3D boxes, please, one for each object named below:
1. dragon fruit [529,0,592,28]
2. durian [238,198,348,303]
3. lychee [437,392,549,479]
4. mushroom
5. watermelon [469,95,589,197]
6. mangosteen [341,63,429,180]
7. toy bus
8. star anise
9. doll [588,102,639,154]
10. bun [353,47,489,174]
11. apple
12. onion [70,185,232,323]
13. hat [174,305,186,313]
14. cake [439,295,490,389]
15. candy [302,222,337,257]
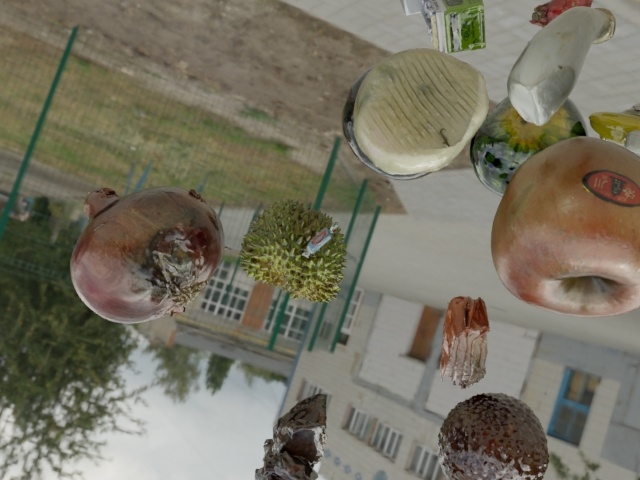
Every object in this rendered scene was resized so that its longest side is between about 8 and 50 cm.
[{"bbox_3d":[0.523,-0.500,1.670,0.111,0.153,0.153,18,174,3],"label":"dragon fruit"},{"bbox_3d":[-0.050,0.015,1.584,0.237,0.176,0.200,33,-158,31],"label":"durian"},{"bbox_3d":[0.389,0.466,1.749,0.261,0.260,0.260,18,174,2],"label":"lychee"},{"bbox_3d":[0.403,-0.314,1.260,0.103,0.270,0.118,26,154,38],"label":"mushroom"},{"bbox_3d":[0.475,-0.214,1.733,0.269,0.268,0.269,18,174,2],"label":"watermelon"},{"bbox_3d":[0.271,-0.370,2.285,0.382,0.381,0.435,21,164,-23],"label":"mangosteen"},{"bbox_3d":[0.238,-0.480,1.511,0.139,0.301,0.113,-13,131,4],"label":"toy bus"},{"bbox_3d":[-0.071,0.483,1.674,0.118,0.331,0.332,22,174,-12],"label":"star anise"},{"bbox_3d":[0.702,-0.233,1.629,0.237,0.111,0.252,-9,-153,-27],"label":"doll"},{"bbox_3d":[0.158,-0.203,1.244,0.210,0.237,0.116,47,164,22],"label":"bun"},{"bbox_3d":[0.485,-0.032,1.401,0.339,0.304,0.338,8,149,5],"label":"apple"},{"bbox_3d":[-0.370,0.030,1.688,0.354,0.353,0.353,18,174,2],"label":"onion"},{"bbox_3d":[-0.360,0.100,1.923,0.094,0.162,0.112,23,-170,23],"label":"hat"},{"bbox_3d":[0.344,0.244,1.825,0.098,0.287,0.135,-3,-141,-6],"label":"cake"},{"bbox_3d":[0.000,0.000,1.341,0.020,0.083,0.030,44,173,22],"label":"candy"}]
